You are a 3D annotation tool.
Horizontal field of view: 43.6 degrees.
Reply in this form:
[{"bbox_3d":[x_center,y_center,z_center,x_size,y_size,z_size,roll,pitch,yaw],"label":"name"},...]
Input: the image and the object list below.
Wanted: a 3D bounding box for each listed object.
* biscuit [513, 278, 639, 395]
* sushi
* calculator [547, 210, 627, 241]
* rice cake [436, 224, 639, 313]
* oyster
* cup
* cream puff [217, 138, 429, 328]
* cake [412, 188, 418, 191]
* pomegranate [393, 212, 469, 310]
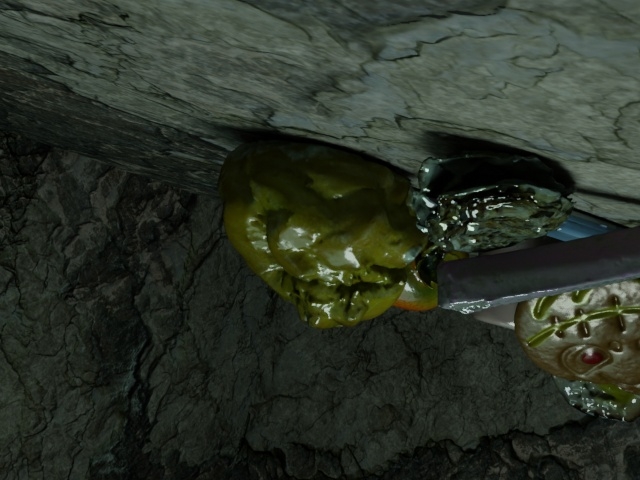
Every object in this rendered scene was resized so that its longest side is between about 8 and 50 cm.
[{"bbox_3d":[0.547,0.161,1.388,0.394,0.070,0.350,-13,126,26],"label":"biscuit"},{"bbox_3d":[0.698,0.234,1.866,0.281,0.299,0.294,31,-155,29],"label":"sushi"},{"bbox_3d":[0.392,-0.020,1.249,0.210,0.039,0.121,15,180,-26],"label":"calculator"},{"bbox_3d":[0.323,0.031,1.017,0.365,0.072,0.056,-12,164,18],"label":"rice cake"},{"bbox_3d":[0.216,-0.050,0.995,0.198,0.112,0.268,-7,164,13],"label":"oyster"},{"bbox_3d":[0.426,0.084,1.577,0.253,0.200,0.191,14,178,-11],"label":"cup"},{"bbox_3d":[0.000,0.000,1.306,0.378,0.275,0.378,17,178,1],"label":"cream puff"},{"bbox_3d":[0.186,-0.059,1.429,0.121,0.065,0.052,23,172,-23],"label":"cake"},{"bbox_3d":[0.190,0.034,1.564,0.221,0.220,0.257,15,-172,-19],"label":"pomegranate"}]
